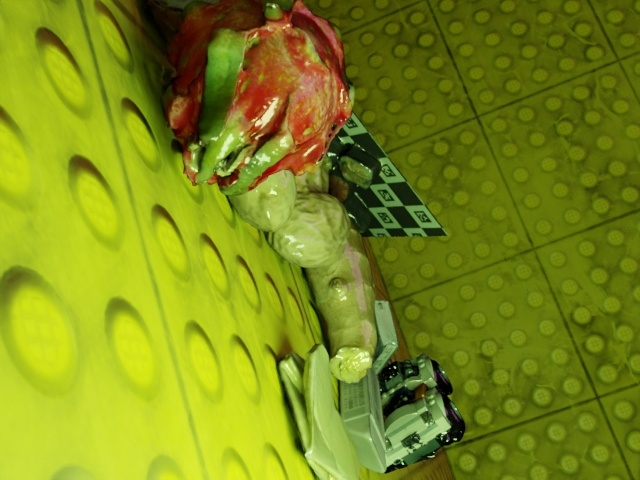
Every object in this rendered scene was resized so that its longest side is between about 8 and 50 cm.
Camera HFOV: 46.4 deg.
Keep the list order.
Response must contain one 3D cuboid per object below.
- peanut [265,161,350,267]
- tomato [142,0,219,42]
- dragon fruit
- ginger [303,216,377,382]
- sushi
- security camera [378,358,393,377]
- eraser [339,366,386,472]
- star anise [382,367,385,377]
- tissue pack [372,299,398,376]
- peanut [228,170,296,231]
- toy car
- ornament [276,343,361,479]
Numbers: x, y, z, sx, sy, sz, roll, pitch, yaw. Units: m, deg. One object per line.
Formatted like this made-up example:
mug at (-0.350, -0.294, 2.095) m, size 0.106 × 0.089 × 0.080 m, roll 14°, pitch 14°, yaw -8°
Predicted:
peanut at (-0.034, -0.063, 1.298) m, size 0.196 × 0.110 × 0.233 m, roll 3°, pitch 59°, yaw -52°
tomato at (-0.178, -0.365, 1.088) m, size 0.155 × 0.180 × 0.214 m, roll 95°, pitch -13°, yaw -65°
dragon fruit at (-0.086, -0.184, 0.927) m, size 0.231 × 0.236 × 0.303 m, roll 45°, pitch 45°, yaw -39°
ginger at (0.030, 0.099, 1.461) m, size 0.236 × 0.165 × 0.376 m, roll 93°, pitch -4°, yaw -72°
sushi at (0.042, -0.111, 1.530) m, size 0.359 × 0.064 × 0.343 m, roll 49°, pitch -23°, yaw -22°
security camera at (0.170, 0.353, 1.850) m, size 0.302 × 0.080 × 0.157 m, roll 62°, pitch 4°, yaw 37°
eraser at (0.074, 0.294, 1.362) m, size 0.352 × 0.061 × 0.089 m, roll -87°, pitch 155°, yaw -70°
star anise at (0.117, 0.265, 1.738) m, size 0.097 × 0.070 × 0.191 m, roll 64°, pitch 11°, yaw -48°
tissue pack at (0.107, 0.212, 1.563) m, size 0.156 × 0.051 × 0.112 m, roll 118°, pitch -31°, yaw -46°
peanut at (-0.106, -0.136, 1.113) m, size 0.125 × 0.111 × 0.275 m, roll 93°, pitch -17°, yaw -70°
toy car at (0.171, 0.336, 1.501) m, size 0.118 × 0.193 × 0.301 m, roll 52°, pitch 12°, yaw -17°
ornament at (-0.001, 0.249, 0.985) m, size 0.180 × 0.059 × 0.201 m, roll -45°, pitch 115°, yaw -79°
